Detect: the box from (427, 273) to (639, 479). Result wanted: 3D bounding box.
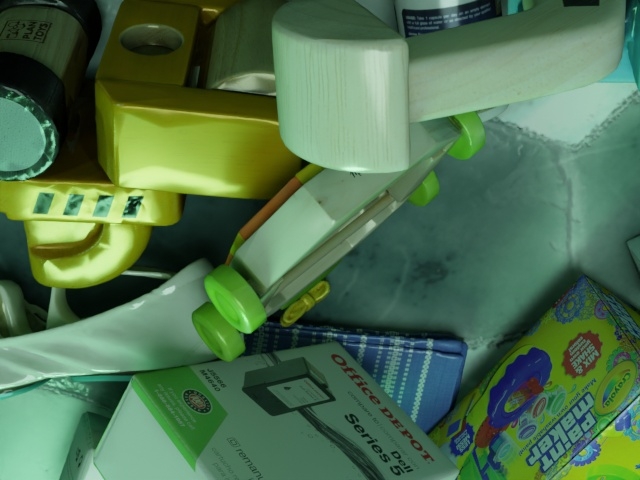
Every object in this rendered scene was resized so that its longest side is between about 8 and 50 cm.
[{"bbox_3d":[0.303,0.242,1.056,0.279,0.177,0.290,30,111,-26],"label":"box"}]

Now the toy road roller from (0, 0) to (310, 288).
[{"bbox_3d":[-0.158,-0.084,0.889,0.329,0.203,0.241,3,130,-2],"label":"toy road roller"}]

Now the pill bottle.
[{"bbox_3d":[0.116,-0.194,0.895,0.094,0.094,0.170,-10,117,3],"label":"pill bottle"}]

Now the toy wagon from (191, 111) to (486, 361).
[{"bbox_3d":[0.000,0.000,0.898,0.267,0.344,0.068,-38,84,-21],"label":"toy wagon"}]

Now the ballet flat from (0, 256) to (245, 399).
[{"bbox_3d":[-0.273,0.090,1.008,0.400,0.139,0.139,-9,117,10],"label":"ballet flat"}]

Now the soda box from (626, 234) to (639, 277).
[{"bbox_3d":[0.432,-0.002,1.020,0.216,0.069,0.074,-25,114,9],"label":"soda box"}]

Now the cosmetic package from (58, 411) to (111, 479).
[{"bbox_3d":[-0.208,0.385,1.007,0.196,0.155,0.366,21,89,-16],"label":"cosmetic package"}]

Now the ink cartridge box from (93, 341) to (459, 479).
[{"bbox_3d":[-0.035,0.209,0.924,0.272,0.198,0.115,-4,131,-48],"label":"ink cartridge box"}]

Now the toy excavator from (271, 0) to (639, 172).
[{"bbox_3d":[0.209,-0.179,0.716,0.432,0.445,0.223,1,117,9],"label":"toy excavator"}]

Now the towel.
[{"bbox_3d":[-0.018,0.192,1.120,0.335,0.040,0.243,6,118,-4],"label":"towel"}]
